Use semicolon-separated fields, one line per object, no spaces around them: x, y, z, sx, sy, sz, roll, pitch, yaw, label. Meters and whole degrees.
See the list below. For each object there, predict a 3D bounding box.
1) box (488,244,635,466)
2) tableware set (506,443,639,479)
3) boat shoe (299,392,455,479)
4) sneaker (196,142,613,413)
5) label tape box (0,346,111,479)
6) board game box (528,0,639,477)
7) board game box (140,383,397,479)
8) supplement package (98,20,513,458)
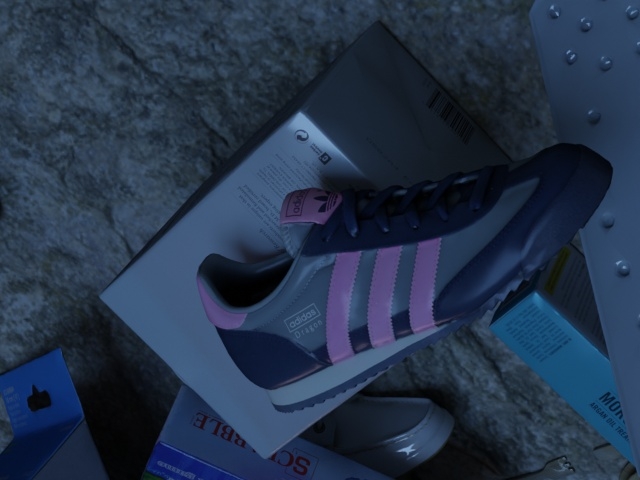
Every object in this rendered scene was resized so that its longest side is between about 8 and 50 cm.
0.257;0.116;1.207;0.244;0.100;0.060;44;125;-4;box
0.265;0.252;1.314;0.194;0.039;0.128;-27;104;31;tableware set
-0.011;0.178;1.349;0.277;0.098;0.096;-15;111;29;boat shoe
0.044;0.004;0.989;0.319;0.112;0.131;-34;105;28;sneaker
-0.267;0.291;1.394;0.240;0.106;0.334;-25;88;60;label tape box
0.355;-0.067;0.962;0.390;0.050;0.390;-22;66;30;board game box
-0.026;0.289;1.346;0.318;0.066;0.318;24;145;-1;board game box
0.000;0.000;1.188;0.199;0.198;0.262;45;123;-7;supplement package
